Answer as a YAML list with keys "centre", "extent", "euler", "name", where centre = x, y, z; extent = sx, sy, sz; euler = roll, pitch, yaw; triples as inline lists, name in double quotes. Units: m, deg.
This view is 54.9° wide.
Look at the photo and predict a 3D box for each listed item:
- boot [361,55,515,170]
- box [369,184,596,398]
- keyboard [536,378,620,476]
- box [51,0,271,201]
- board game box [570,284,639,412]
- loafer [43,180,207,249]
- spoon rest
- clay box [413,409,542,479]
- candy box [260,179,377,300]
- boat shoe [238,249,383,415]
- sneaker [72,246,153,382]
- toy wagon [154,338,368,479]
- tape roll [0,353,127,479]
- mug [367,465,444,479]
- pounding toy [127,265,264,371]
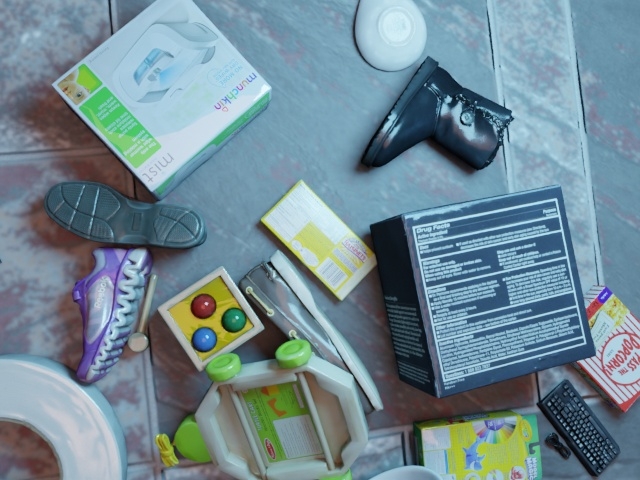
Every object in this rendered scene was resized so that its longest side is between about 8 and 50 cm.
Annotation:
- centre: [0.217, -0.187, 1.115]
  extent: [0.207, 0.094, 0.246]
  euler: [35, 76, -2]
  name: "boot"
- centre: [0.271, 0.078, 1.061]
  extent: [0.297, 0.183, 0.293]
  euler: [-11, 90, -14]
  name: "box"
- centre: [0.483, 0.364, 1.165]
  extent: [0.108, 0.023, 0.180]
  euler: [-38, 92, -9]
  name: "keyboard"
- centre: [-0.255, -0.237, 1.031]
  extent: [0.262, 0.127, 0.231]
  euler: [-42, 92, -10]
  name: "box"
- centre: [0.549, 0.204, 1.172]
  extent: [0.193, 0.045, 0.147]
  euler: [45, 82, -4]
  name: "board game box"
- centre: [-0.322, -0.029, 1.031]
  extent: [0.268, 0.084, 0.096]
  euler: [13, 77, 2]
  name: "loafer"
- centre: [0.122, -0.453, 1.133]
  extent: [0.137, 0.084, 0.276]
  euler: [-11, 102, -8]
  name: "spoon rest"
- centre: [0.285, 0.384, 1.118]
  extent: [0.222, 0.053, 0.127]
  euler: [-4, 88, -10]
  name: "clay box"
- centre: [0.000, 0.000, 1.106]
  extent: [0.206, 0.027, 0.105]
  euler: [46, 78, -4]
  name: "candy box"
- centre: [-0.014, 0.173, 1.054]
  extent: [0.097, 0.116, 0.324]
  euler: [-35, 92, 0]
  name: "boat shoe"
- centre: [-0.362, 0.112, 1.016]
  extent: [0.105, 0.095, 0.236]
  euler: [16, 79, -3]
  name: "sneaker"
- centre: [-0.102, 0.303, 1.013]
  extent: [0.345, 0.068, 0.267]
  euler: [-12, 109, 12]
  name: "toy wagon"
- centre: [-0.512, 0.377, 0.984]
  extent: [0.392, 0.072, 0.391]
  euler: [0, 87, -8]
  name: "tape roll"
- centre: [0.209, 0.563, 0.946]
  extent: [0.328, 0.374, 0.276]
  euler: [53, 43, -11]
  name: "mug"
- centre: [-0.231, 0.128, 1.029]
  extent: [0.206, 0.094, 0.181]
  euler: [-34, 93, -9]
  name: "pounding toy"
